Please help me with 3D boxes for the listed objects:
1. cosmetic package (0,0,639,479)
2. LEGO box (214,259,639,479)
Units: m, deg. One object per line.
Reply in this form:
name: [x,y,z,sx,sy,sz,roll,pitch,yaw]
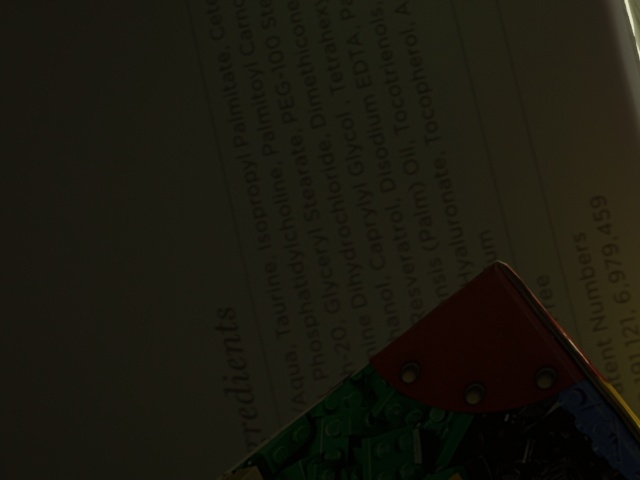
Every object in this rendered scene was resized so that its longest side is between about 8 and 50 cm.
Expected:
cosmetic package: [0.000,0.000,1.038,0.329,0.393,0.327,21,55,-76]
LEGO box: [0.063,0.285,0.813,0.193,0.372,0.500,55,4,37]
